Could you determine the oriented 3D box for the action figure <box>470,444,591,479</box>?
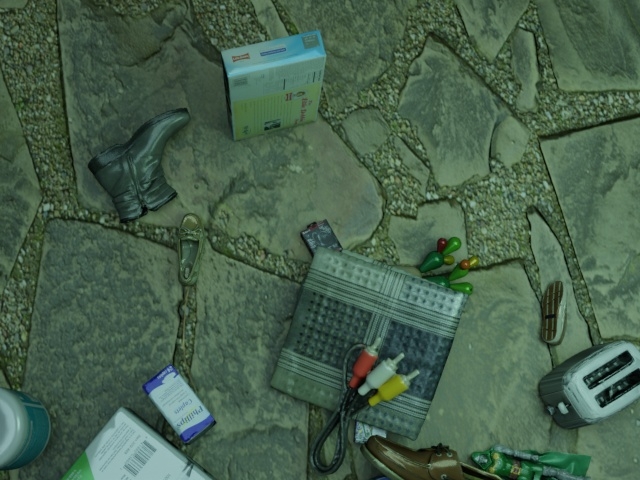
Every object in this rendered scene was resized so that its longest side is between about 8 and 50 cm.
[{"bbox_3d":[0.407,0.459,1.694,0.232,0.063,0.137,16,79,4],"label":"action figure"}]

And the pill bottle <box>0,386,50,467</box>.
[{"bbox_3d":[-0.574,0.340,1.550,0.146,0.264,0.146,1,76,-3],"label":"pill bottle"}]

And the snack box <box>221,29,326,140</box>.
[{"bbox_3d":[-0.094,-0.297,1.702,0.187,0.322,0.060,-14,77,-8],"label":"snack box"}]

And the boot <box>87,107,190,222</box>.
[{"bbox_3d":[-0.342,-0.152,1.787,0.246,0.083,0.161,-35,88,-5],"label":"boot"}]

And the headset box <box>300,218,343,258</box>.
[{"bbox_3d":[0.000,0.000,1.787,0.062,0.032,0.083,-28,79,-10],"label":"headset box"}]

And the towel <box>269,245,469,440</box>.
[{"bbox_3d":[0.090,0.196,1.700,0.324,0.056,0.312,19,89,11],"label":"towel"}]

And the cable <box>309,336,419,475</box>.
[{"bbox_3d":[0.052,0.308,1.632,0.139,0.072,0.287,40,93,17],"label":"cable"}]

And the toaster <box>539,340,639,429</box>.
[{"bbox_3d":[0.554,0.279,1.700,0.227,0.146,0.129,-28,81,-10],"label":"toaster"}]

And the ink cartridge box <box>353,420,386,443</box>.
[{"bbox_3d":[0.102,0.347,1.713,0.062,0.029,0.115,6,77,-1],"label":"ink cartridge box"}]

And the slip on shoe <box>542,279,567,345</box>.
[{"bbox_3d":[0.490,0.151,1.782,0.041,0.051,0.135,28,62,-38],"label":"slip on shoe"}]

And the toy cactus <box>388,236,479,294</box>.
[{"bbox_3d":[0.221,0.088,1.755,0.180,0.112,0.219,12,85,9],"label":"toy cactus"}]

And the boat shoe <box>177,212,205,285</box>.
[{"bbox_3d":[-0.267,0.015,1.757,0.056,0.048,0.153,7,76,-2],"label":"boat shoe"}]

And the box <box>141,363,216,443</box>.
[{"bbox_3d":[-0.268,0.315,1.647,0.072,0.126,0.137,-38,82,-13],"label":"box"}]

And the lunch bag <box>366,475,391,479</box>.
[{"bbox_3d":[0.115,0.609,1.612,0.243,0.115,0.303,-24,79,-11],"label":"lunch bag"}]

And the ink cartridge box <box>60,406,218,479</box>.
[{"bbox_3d":[-0.322,0.483,1.605,0.289,0.121,0.211,38,78,5],"label":"ink cartridge box"}]

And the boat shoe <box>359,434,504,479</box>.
[{"bbox_3d":[0.221,0.433,1.638,0.307,0.111,0.104,31,97,-16],"label":"boat shoe"}]
